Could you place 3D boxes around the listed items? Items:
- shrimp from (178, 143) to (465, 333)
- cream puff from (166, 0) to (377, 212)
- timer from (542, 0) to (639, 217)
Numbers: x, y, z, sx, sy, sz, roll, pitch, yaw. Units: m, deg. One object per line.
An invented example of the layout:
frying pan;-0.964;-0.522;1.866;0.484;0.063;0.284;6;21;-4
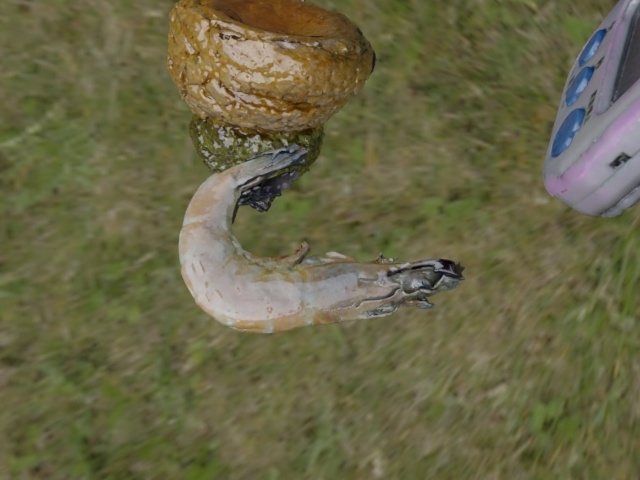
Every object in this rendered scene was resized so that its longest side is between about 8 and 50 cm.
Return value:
shrimp;0.000;0.000;1.511;0.219;0.046;0.152;0;63;-7
cream puff;-0.054;-0.118;1.709;0.183;0.183;0.169;17;112;9
timer;0.227;-0.116;1.303;0.069;0.208;0.191;34;131;-9
